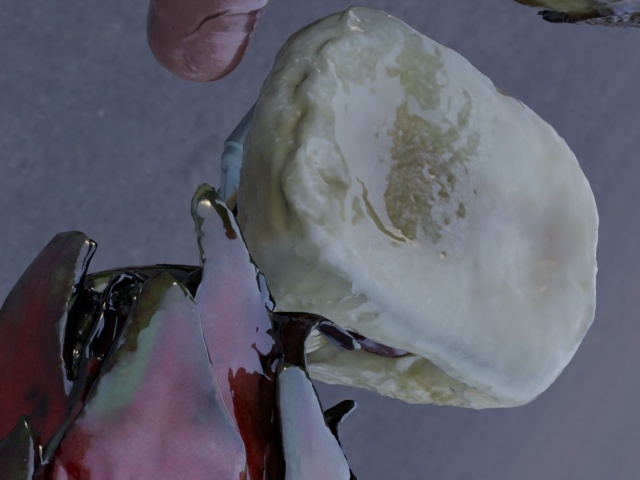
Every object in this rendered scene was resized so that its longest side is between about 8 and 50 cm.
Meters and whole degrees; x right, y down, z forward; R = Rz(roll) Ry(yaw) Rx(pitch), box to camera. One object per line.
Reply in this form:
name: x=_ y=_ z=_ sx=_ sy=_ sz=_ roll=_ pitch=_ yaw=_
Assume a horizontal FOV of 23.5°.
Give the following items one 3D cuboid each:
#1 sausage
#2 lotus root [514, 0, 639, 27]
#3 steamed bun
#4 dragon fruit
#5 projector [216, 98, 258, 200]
sausage: x=-0.041 y=-0.236 z=0.921 sx=0.088 sy=0.088 sz=0.433 roll=-48 pitch=168 yaw=-35
lotus root: x=0.078 y=-0.202 z=0.577 sx=0.260 sy=0.128 sz=0.145 roll=70 pitch=20 yaw=1
steamed bun: x=0.016 y=0.005 z=0.690 sx=0.155 sy=0.172 sz=0.141 roll=-31 pitch=-147 yaw=51
dragon fruit: x=-0.067 y=0.099 z=0.536 sx=0.182 sy=0.182 sz=0.189 roll=81 pitch=18 yaw=-53
projector: x=0.000 y=0.000 z=1.361 sx=0.099 sy=0.192 sz=0.257 roll=-52 pitch=168 yaw=-23
